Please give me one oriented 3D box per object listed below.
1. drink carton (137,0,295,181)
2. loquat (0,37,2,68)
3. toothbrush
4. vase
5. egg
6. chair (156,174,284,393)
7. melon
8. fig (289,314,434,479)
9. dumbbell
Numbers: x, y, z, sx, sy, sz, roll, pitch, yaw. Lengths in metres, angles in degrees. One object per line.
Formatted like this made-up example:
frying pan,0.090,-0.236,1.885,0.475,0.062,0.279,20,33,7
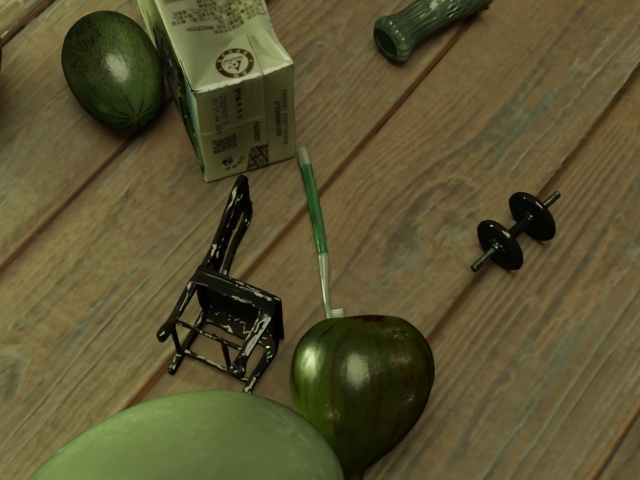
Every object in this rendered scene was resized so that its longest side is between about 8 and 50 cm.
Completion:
drink carton,-0.135,-0.263,1.447,0.132,0.194,0.325,-17,64,-9
loquat,-0.477,-0.222,1.416,0.213,0.213,0.213,1,62,-1
toothbrush,0.000,0.000,1.408,0.024,0.018,0.257,-7,62,-9
vase,0.137,-0.288,1.538,0.148,0.081,0.081,-36,68,-15
egg,-0.141,0.279,1.122,0.352,0.258,0.258,-32,67,-18
chair,-0.084,0.050,1.330,0.113,0.106,0.229,22,64,11
melon,-0.251,-0.208,1.459,0.114,0.114,0.167,-24,68,-14
fig,0.036,0.206,1.264,0.151,0.151,0.259,5,89,1
dumbbell,0.224,-0.011,1.392,0.147,0.069,0.069,-39,69,-20
